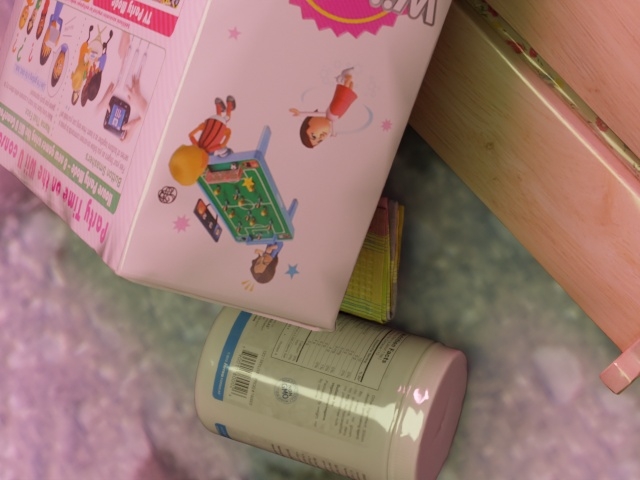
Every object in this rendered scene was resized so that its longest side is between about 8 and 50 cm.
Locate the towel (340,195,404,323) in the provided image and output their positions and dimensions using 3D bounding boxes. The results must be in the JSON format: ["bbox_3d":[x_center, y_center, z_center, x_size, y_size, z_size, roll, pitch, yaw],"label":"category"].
[{"bbox_3d":[0.000,0.000,0.661,0.083,0.009,0.060,17,120,32],"label":"towel"}]

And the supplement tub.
[{"bbox_3d":[0.005,0.067,0.672,0.107,0.071,0.071,16,97,18],"label":"supplement tub"}]

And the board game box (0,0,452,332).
[{"bbox_3d":[-0.030,-0.146,0.605,0.224,0.098,0.303,33,105,60],"label":"board game box"}]

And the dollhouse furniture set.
[{"bbox_3d":[0.189,-0.055,0.616,0.303,0.174,0.355,49,131,10],"label":"dollhouse furniture set"}]
